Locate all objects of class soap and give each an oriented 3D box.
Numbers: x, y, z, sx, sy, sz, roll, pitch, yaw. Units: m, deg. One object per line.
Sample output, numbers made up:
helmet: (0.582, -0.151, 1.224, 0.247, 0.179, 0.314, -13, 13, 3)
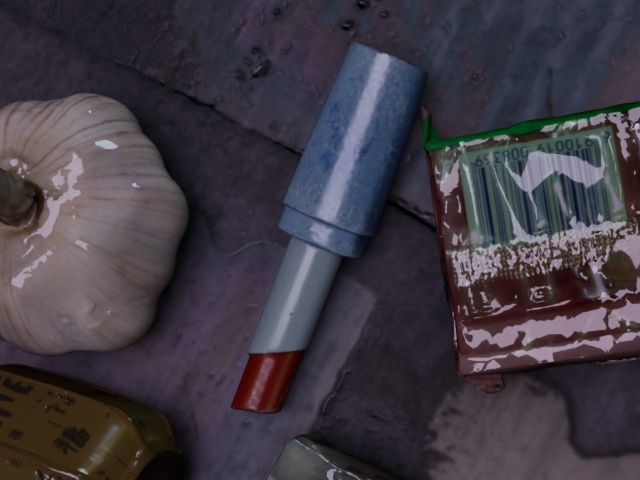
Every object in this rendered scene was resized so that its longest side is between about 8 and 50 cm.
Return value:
soap: (0.202, -0.010, 0.769, 0.273, 0.098, 0.218, -10, 84, 16)

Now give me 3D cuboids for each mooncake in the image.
mooncake: (0.013, 0.209, 0.826, 0.130, 0.073, 0.125, 28, 98, 18)

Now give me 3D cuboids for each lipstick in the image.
lipstick: (0.000, 0.000, 0.850, 0.068, 0.061, 0.274, 23, 97, 19)

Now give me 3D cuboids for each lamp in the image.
lamp: (-0.201, 0.171, 0.854, 0.185, 0.161, 0.161, 16, 91, 17)

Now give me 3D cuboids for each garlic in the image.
garlic: (-0.202, -0.012, 0.830, 0.199, 0.226, 0.199, -1, 83, 12)
